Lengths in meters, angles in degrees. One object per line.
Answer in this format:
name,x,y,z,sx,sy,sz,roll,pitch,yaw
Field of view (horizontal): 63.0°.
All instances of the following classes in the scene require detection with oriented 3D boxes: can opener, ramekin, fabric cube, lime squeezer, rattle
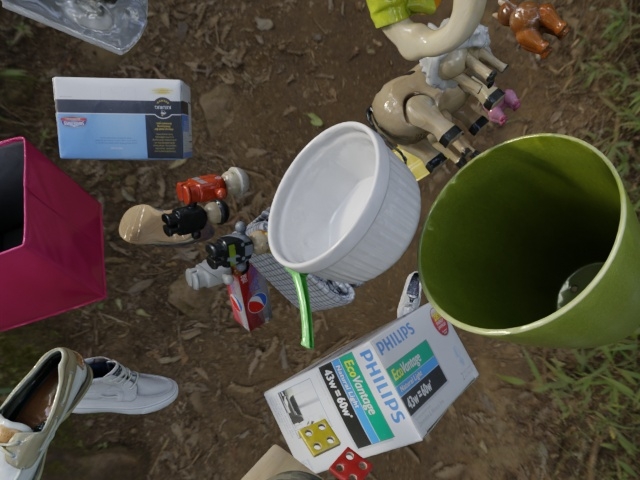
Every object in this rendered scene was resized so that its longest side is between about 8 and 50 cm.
can opener,-0.285,-0.233,0.427,0.284,0.095,0.075,15,85,-33
ramekin,0.035,-0.041,0.692,0.207,0.109,0.207,-31,45,37
fabric cube,-0.617,-0.003,1.047,0.254,0.258,0.259,-19,62,4
lime squeezer,0.000,0.000,0.804,0.110,0.059,0.310,14,78,51
rattle,0.146,-0.270,0.501,0.143,0.200,0.130,-23,84,-31

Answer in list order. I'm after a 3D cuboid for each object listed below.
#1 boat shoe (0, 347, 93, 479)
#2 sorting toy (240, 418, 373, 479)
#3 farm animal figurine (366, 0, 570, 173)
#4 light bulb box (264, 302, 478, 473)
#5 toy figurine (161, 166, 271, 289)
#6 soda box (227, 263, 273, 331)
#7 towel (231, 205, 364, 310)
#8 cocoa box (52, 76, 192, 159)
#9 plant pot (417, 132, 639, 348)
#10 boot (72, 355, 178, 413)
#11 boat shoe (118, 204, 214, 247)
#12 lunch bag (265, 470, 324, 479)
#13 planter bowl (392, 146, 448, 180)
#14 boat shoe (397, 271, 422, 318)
boat shoe,-0.484,0.309,0.830,0.113,0.103,0.302,15,57,6
sorting toy,-0.047,0.358,0.692,0.132,0.274,0.046,27,130,25
farm animal figurine,0.189,-0.231,0.806,0.172,0.330,0.327,44,54,14
light bulb box,0.129,0.350,1.271,0.361,0.358,0.225,-34,79,35
toy figurine,-0.203,-0.020,1.052,0.148,0.213,0.209,-18,74,-36
soda box,-0.210,0.126,1.488,0.092,0.263,0.083,-28,38,-31
towel,-0.056,0.039,1.229,0.284,0.235,0.121,44,64,-13
cocoa box,-0.570,-0.356,1.560,0.347,0.231,0.227,-1,101,-7
plant pot,0.335,0.044,0.740,0.275,0.294,0.274,-30,46,35
boot,-0.456,0.327,1.194,0.258,0.123,0.095,-1,39,-20
boat shoe,-0.375,-0.027,1.261,0.285,0.092,0.102,1,72,35
lunch bag,-0.008,0.275,0.208,0.213,0.256,0.305,-34,79,-9
planter bowl,0.237,-0.215,1.414,0.217,0.217,0.090,-32,99,3
boat shoe,0.286,0.184,1.637,0.066,0.063,0.184,18,70,10
